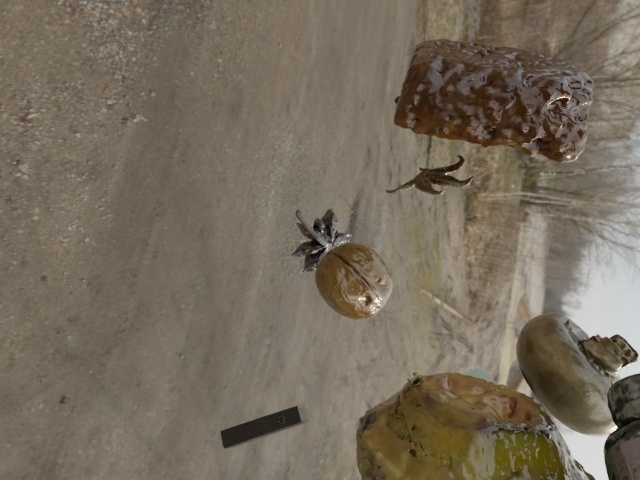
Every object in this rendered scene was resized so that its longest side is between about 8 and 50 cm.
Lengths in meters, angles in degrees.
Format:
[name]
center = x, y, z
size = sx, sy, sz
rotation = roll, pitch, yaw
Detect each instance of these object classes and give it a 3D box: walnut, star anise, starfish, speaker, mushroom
[walnut]
center = 0.080, 0.095, 0.976
size = 0.207, 0.167, 0.168
rotation = 50, 53, -36
[star anise]
center = 0.000, 0.000, 1.235
size = 0.231, 0.089, 0.210
rotation = 16, 89, -50
[starfish]
center = 0.273, -0.156, 1.075
size = 0.213, 0.237, 0.057
rotation = -53, 128, -55
[speaker]
center = -0.145, 0.492, 1.095
size = 0.082, 0.217, 0.044
rotation = 63, 9, -64
[mushroom]
center = 0.467, 0.229, 0.746
size = 0.178, 0.227, 0.226
rotation = -47, 156, 19

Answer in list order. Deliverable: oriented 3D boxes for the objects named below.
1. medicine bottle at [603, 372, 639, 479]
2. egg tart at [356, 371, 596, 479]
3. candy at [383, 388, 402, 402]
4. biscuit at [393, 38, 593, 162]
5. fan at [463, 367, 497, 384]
[medicine bottle]
center = 0.367, 0.277, 0.396
size = 0.293, 0.141, 0.142
rotation = -68, 149, -48
[egg tart]
center = 0.215, 0.284, 0.596
size = 0.351, 0.351, 0.150
rotation = -3, 101, -60
[candy]
center = 0.291, 0.580, 1.318
size = 0.185, 0.295, 0.295
rotation = 55, 32, 8
[biscuit]
center = 0.378, -0.340, 0.946
size = 0.343, 0.394, 0.167
rotation = -66, 166, -55
[fan]
center = 0.402, 0.463, 1.079
size = 0.310, 0.010, 0.182
rotation = -31, 81, -42
